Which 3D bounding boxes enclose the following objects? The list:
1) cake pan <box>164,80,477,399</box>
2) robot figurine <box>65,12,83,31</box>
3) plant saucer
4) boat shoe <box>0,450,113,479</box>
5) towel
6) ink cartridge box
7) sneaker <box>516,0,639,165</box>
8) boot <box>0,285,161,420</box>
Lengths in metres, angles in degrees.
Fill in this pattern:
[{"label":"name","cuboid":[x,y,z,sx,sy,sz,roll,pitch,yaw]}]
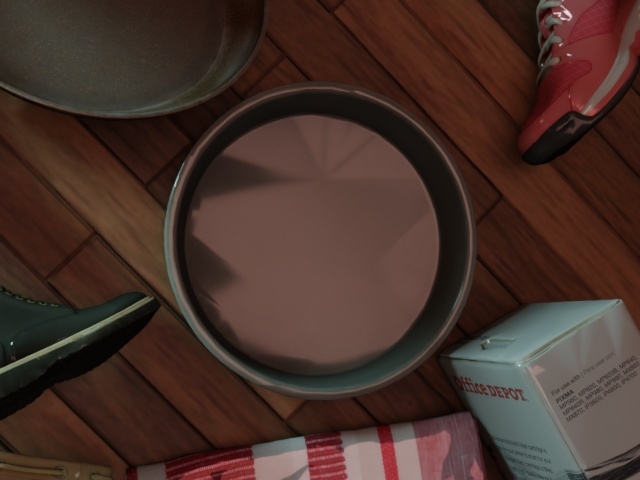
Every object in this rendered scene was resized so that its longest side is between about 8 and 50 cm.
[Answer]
[{"label":"cake pan","cuboid":[0.000,0.000,0.981,0.293,0.054,0.293,1,86,-13]},{"label":"robot figurine","cuboid":[-0.247,-0.167,0.929,0.115,0.067,0.101,-17,88,-14]},{"label":"plant saucer","cuboid":[-0.198,-0.221,0.902,0.311,0.050,0.310,11,56,-17]},{"label":"boat shoe","cuboid":[-0.317,0.185,0.879,0.285,0.104,0.089,27,73,-21]},{"label":"towel","cuboid":[0.003,0.293,0.940,0.329,0.037,0.237,-7,75,-9]},{"label":"ink cartridge box","cuboid":[0.244,0.194,0.950,0.114,0.197,0.272,-31,94,-15]},{"label":"sneaker","cuboid":[0.256,-0.212,1.041,0.136,0.116,0.314,34,73,2]},{"label":"boot","cuboid":[-0.249,0.056,0.899,0.198,0.077,0.137,-27,72,-42]}]
